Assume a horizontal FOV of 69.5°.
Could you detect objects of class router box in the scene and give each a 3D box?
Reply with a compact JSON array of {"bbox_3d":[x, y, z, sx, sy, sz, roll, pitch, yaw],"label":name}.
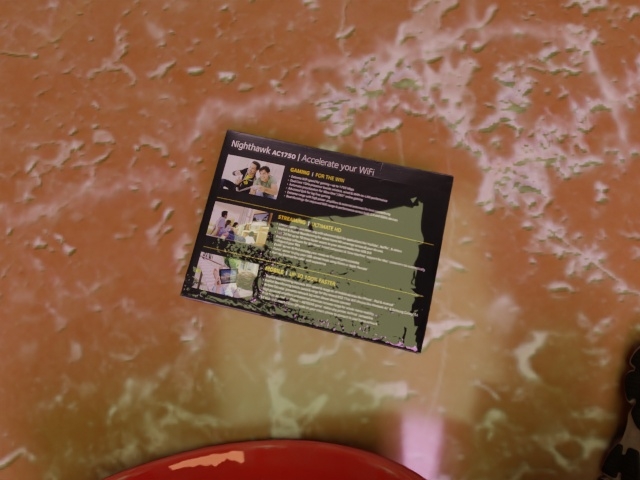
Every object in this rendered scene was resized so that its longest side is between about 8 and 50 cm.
[{"bbox_3d":[0.000,0.000,0.354,0.178,0.046,0.133,13,81,4],"label":"router box"}]

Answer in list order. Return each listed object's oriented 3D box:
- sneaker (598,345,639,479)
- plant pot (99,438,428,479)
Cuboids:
[{"bbox_3d":[0.247,0.154,0.311,0.071,0.068,0.170,20,84,-5],"label":"sneaker"},{"bbox_3d":[-0.049,0.271,0.220,0.274,0.275,0.243,-7,91,1],"label":"plant pot"}]
